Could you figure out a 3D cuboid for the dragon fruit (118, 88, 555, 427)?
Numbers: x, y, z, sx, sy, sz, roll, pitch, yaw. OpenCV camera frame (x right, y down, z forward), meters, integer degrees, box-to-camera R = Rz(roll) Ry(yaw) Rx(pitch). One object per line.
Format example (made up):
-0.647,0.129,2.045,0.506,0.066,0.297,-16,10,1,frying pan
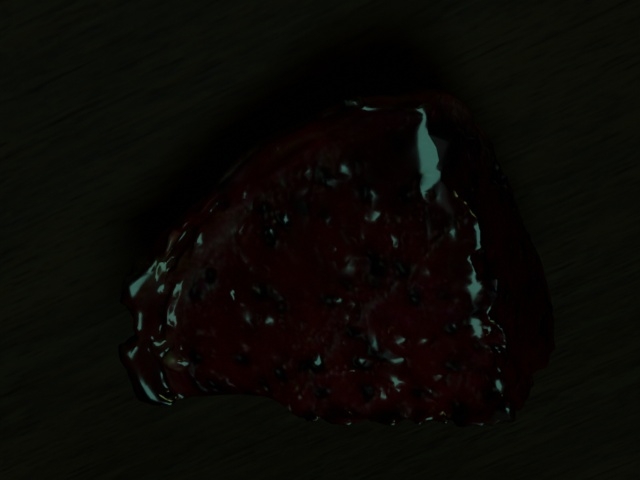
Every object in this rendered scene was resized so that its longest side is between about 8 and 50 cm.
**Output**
0.003,-0.005,1.544,0.329,0.228,0.286,-8,113,24,dragon fruit
